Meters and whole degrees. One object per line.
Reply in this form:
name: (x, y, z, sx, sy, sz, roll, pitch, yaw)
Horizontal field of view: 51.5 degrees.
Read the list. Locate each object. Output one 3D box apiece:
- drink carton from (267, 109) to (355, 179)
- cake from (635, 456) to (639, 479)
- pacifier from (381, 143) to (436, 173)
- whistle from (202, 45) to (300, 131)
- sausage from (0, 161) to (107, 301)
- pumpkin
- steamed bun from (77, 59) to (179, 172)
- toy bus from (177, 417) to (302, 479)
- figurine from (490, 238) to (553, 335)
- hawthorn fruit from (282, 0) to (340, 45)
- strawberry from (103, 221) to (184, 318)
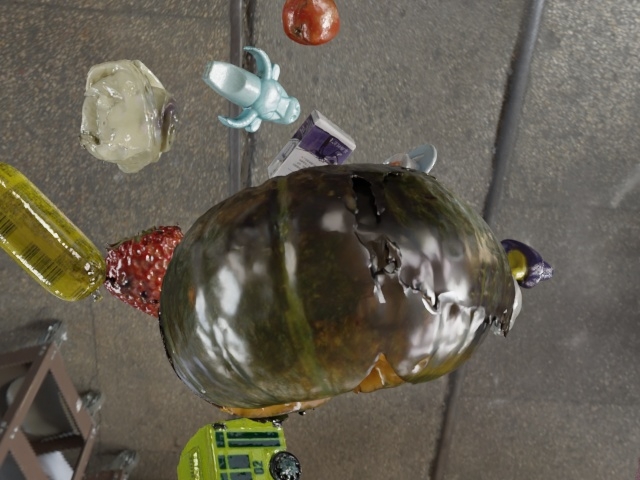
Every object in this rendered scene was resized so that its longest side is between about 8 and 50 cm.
drink carton: (-0.028, -0.224, 1.814, 0.134, 0.102, 0.222, 33, 107, -24)
cake: (0.615, 0.317, 0.945, 0.237, 0.230, 0.309, 14, 94, -27)
pacifier: (0.278, -0.135, 1.990, 0.233, 0.244, 0.299, 34, 70, -16)
whistle: (-0.152, -0.337, 1.529, 0.274, 0.093, 0.186, 19, 92, -44)
sausage: (-0.529, -0.015, 1.228, 0.123, 0.123, 0.347, -38, 102, 16)
pumpkin: (0.007, 0.051, 0.601, 0.320, 0.320, 0.192, -16, 75, 5)
steamed bun: (-0.531, -0.362, 1.956, 0.237, 0.394, 0.347, -6, 125, 10)
toy bus: (-0.102, 0.367, 0.868, 0.150, 0.262, 0.128, 8, 137, -30)
figurine: (0.200, 0.075, 1.038, 0.420, 0.193, 0.154, 5, 132, -34)
hawthorn fruit: (-0.019, -0.456, 1.361, 0.128, 0.128, 0.128, -1, 119, -3)
strawberry: (-0.463, 0.111, 1.766, 0.253, 0.150, 0.280, -6, 107, 6)
